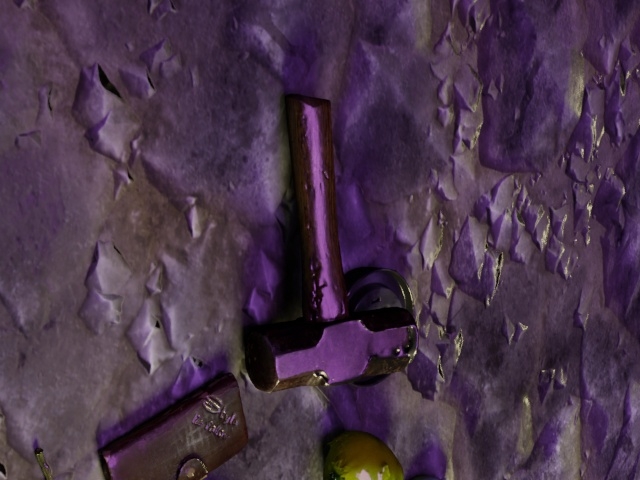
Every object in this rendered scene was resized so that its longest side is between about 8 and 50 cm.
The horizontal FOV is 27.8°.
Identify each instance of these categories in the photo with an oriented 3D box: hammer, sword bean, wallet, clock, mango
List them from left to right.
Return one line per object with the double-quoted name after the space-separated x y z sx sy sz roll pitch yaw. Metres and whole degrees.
-0.330 0.287 1.565 0.012 0.012 0.083 -32 120 -39 "sword bean"
-0.185 0.275 1.704 0.232 0.031 0.122 -30 119 -40 "wallet"
0.000 0.000 1.789 0.242 0.095 0.409 -9 96 -29 "hammer"
0.069 0.128 1.938 0.184 0.040 0.184 -15 111 -45 "clock"
0.072 0.353 1.954 0.178 0.100 0.119 28 76 -55 "mango"

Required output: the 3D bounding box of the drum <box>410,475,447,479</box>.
0.183 0.507 2.147 0.130 0.049 0.253 -31 120 -40 "drum"
